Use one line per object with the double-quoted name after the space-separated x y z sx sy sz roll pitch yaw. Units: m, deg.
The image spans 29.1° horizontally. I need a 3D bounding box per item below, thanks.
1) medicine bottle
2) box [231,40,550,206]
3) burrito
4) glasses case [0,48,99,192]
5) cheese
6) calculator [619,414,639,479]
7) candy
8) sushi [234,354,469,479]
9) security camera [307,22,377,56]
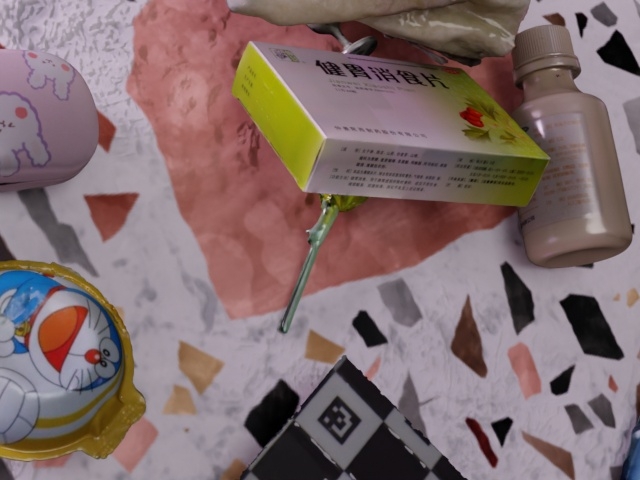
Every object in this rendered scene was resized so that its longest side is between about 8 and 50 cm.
0.254 -0.103 1.308 0.114 0.114 0.252 1 74 -31 "medicine bottle"
0.067 -0.110 1.171 0.260 0.062 0.175 1 36 -32 "box"
0.044 -0.278 1.195 0.331 0.135 0.190 7 50 -32 "burrito"
-0.320 -0.092 0.978 0.296 0.075 0.113 -8 76 -32 "glasses case"
-0.258 0.070 0.964 0.270 0.069 0.177 38 52 1 "cheese"
0.396 0.256 1.312 0.173 0.051 0.293 38 57 -14 "calculator"
0.000 0.000 1.163 0.058 0.062 0.194 15 69 18 "candy"
0.022 0.341 1.049 0.343 0.064 0.359 46 58 -5 "sushi"
0.009 -0.218 1.244 0.058 0.058 0.092 -30 78 -35 "security camera"
